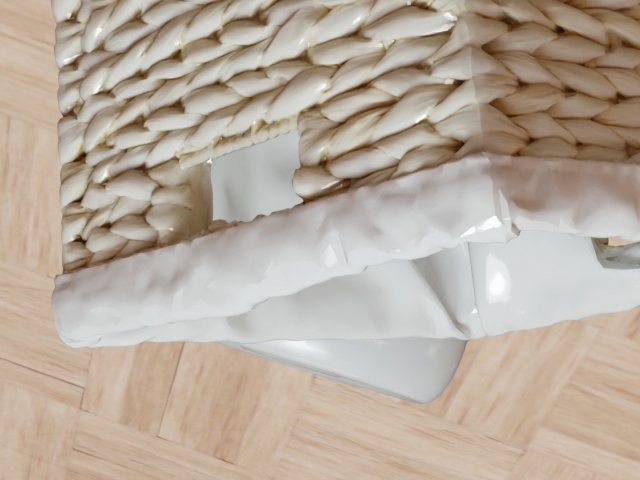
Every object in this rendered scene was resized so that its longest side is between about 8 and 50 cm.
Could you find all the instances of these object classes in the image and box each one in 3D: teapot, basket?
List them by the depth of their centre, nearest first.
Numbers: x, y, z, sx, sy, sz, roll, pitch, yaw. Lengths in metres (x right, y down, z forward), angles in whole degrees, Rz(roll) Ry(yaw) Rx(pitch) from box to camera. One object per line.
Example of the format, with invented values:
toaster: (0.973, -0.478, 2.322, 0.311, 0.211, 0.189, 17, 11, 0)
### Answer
basket: (0.074, -0.092, 0.899, 0.331, 0.266, 0.328, 4, 167, -40)
teapot: (0.000, 0.000, 1.269, 0.253, 0.187, 0.256, 13, 174, 35)
